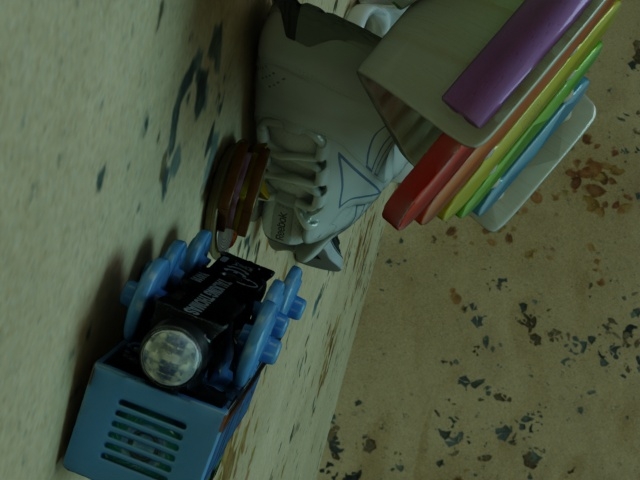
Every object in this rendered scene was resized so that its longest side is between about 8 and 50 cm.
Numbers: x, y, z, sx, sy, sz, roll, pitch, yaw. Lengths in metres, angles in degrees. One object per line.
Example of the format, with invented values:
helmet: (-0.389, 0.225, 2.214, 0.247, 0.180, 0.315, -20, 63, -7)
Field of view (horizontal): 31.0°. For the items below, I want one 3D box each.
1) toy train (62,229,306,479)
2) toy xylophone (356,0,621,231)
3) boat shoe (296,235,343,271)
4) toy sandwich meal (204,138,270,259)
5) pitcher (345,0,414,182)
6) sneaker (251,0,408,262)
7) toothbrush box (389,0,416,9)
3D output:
toy train: (-0.062, 0.058, 0.574, 0.184, 0.080, 0.105, -55, 167, -80)
toy xylophone: (0.119, -0.111, 0.653, 0.236, 0.081, 0.323, -52, 167, 9)
boat shoe: (0.000, 0.000, 1.147, 0.142, 0.049, 0.040, 70, 34, -76)
toy sandwich meal: (-0.048, -0.026, 0.712, 0.085, 0.029, 0.085, 14, 90, -84)
pitcher: (0.071, -0.161, 1.198, 0.178, 0.126, 0.207, -36, 134, -48)
sneaker: (0.003, -0.062, 0.781, 0.129, 0.111, 0.297, -60, 166, -12)
toothbrush box: (0.108, -0.264, 0.493, 0.283, 0.122, 0.206, -59, -162, -21)
